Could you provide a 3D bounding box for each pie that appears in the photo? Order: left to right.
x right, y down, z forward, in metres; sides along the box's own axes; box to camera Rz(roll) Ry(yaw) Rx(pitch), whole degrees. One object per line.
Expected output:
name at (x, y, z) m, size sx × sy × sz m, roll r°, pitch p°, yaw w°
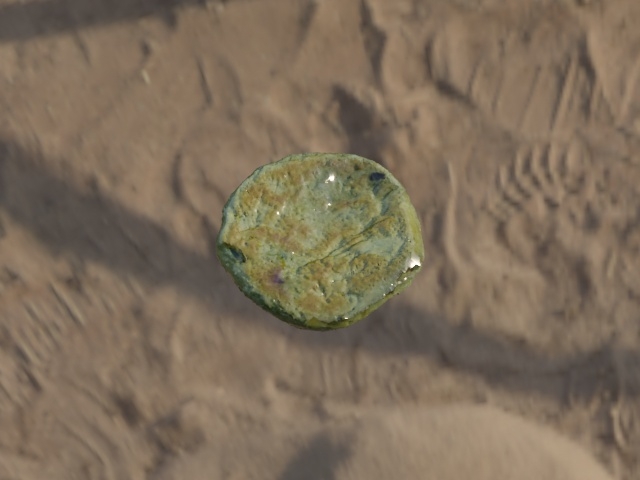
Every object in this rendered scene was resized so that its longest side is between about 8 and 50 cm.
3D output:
pie at (0.000, 0.000, 1.687) m, size 0.187 × 0.041 × 0.186 m, roll 1°, pitch 53°, yaw -1°
